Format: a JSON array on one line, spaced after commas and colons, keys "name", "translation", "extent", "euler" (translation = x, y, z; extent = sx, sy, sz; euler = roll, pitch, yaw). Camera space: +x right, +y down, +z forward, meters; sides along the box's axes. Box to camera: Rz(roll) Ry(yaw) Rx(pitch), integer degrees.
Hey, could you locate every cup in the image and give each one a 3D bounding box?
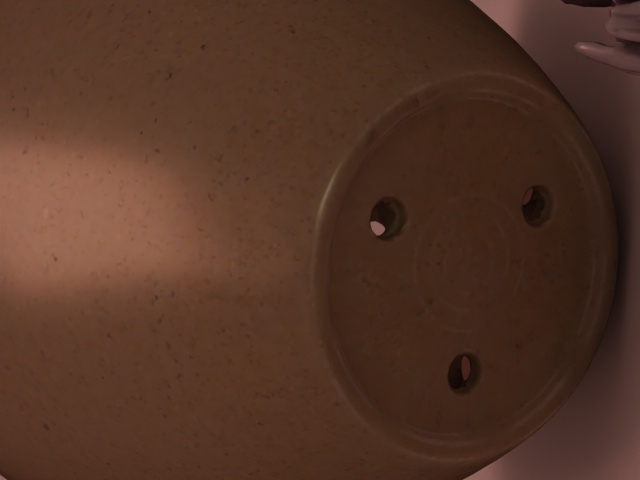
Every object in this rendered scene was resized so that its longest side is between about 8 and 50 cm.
[{"name": "cup", "translation": [0.000, 0.000, 0.885], "extent": [0.237, 0.331, 0.331], "euler": [11, 100, 55]}]

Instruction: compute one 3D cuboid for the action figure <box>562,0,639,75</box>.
[{"name": "action figure", "translation": [0.114, -0.137, 0.533], "extent": [0.285, 0.099, 0.185], "euler": [-96, 26, -82]}]
